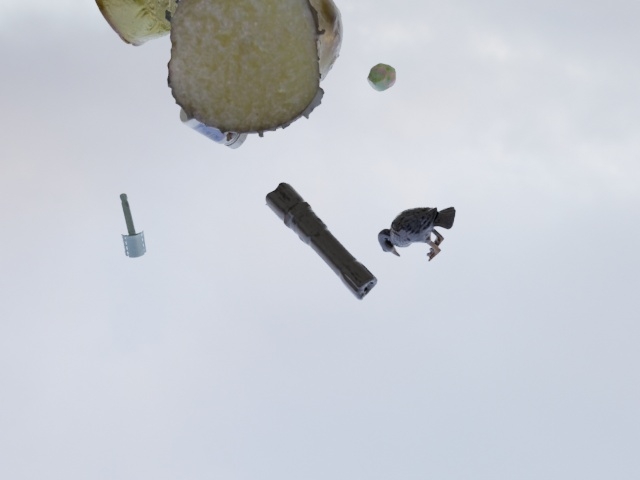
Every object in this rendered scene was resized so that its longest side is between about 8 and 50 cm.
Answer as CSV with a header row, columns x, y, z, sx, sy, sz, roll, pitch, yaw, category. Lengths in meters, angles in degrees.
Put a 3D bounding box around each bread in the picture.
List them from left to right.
x,y,z,sx,sy,sz,roll,pitch,yaw,category
-0.474,-0.644,1.548,0.148,0.269,0.269,-8,-154,18,bread

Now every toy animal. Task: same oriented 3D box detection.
x,y,z,sx,sy,sz,roll,pitch,yaw,category
0.312,-0.027,1.937,0.185,0.298,0.122,33,-125,-7,toy animal

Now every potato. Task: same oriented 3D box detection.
x,y,z,sx,sy,sz,roll,pitch,yaw,category
-0.103,-0.341,1.073,0.289,0.300,0.237,-2,-161,3,potato

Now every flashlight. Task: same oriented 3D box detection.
x,y,z,sx,sy,sz,roll,pitch,yaw,category
0.000,0.000,1.692,0.103,0.103,0.424,-23,-121,-38,flashlight

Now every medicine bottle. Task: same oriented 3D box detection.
x,y,z,sx,sy,sz,roll,pitch,yaw,category
-0.305,-0.342,1.746,0.187,0.102,0.103,27,-172,-45,medicine bottle

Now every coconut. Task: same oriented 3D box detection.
x,y,z,sx,sy,sz,roll,pitch,yaw,category
0.174,-0.463,1.712,0.083,0.082,0.081,33,-130,20,coconut

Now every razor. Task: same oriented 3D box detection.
x,y,z,sx,sy,sz,roll,pitch,yaw,category
-0.615,-0.062,1.935,0.068,0.106,0.231,-12,-129,-20,razor
